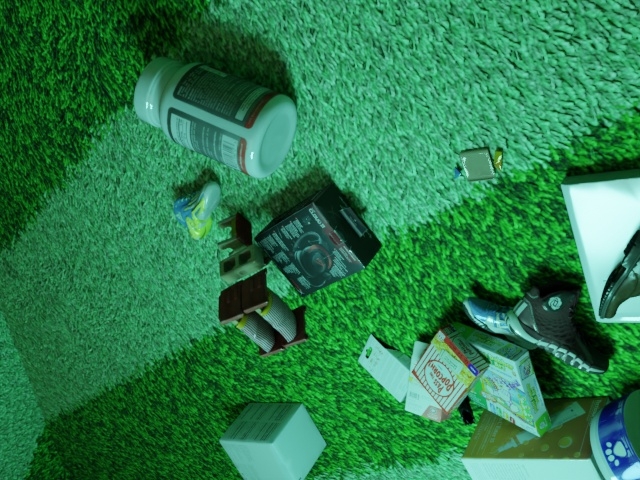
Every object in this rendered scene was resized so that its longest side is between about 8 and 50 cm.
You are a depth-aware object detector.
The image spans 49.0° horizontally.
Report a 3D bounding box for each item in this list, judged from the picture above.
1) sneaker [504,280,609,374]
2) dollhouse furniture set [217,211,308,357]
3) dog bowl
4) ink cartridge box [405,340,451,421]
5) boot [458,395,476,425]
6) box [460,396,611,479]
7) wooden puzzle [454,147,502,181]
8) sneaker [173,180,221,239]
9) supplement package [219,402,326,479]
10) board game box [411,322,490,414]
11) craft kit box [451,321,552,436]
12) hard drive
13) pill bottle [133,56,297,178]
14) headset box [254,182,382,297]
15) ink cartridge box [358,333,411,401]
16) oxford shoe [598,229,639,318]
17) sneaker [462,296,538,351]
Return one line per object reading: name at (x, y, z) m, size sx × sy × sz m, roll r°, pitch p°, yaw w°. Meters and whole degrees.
sneaker at (0.575, 0.188, 1.603) m, size 0.281 × 0.106 × 0.162 m, roll 26°, pitch 105°, yaw -13°
dollhouse furniture set at (-0.160, 0.103, 1.915) m, size 0.152 × 0.374 × 0.201 m, roll -26°, pitch 134°, yaw 19°
dog bowl at (0.747, 0.475, 1.583) m, size 0.265 × 0.265 × 0.104 m, roll 39°, pitch 133°, yaw 2°
ink cartridge box at (0.304, 0.376, 1.907) m, size 0.115 × 0.067 × 0.198 m, roll 12°, pitch 98°, yaw 39°
boot at (0.384, 0.437, 1.919) m, size 0.045 × 0.099 × 0.121 m, roll -25°, pitch 113°, yaw 14°
box at (0.572, 0.538, 1.787) m, size 0.345 × 0.215 × 0.168 m, roll -15°, pitch 113°, yaw 40°
wooden puzzle at (0.347, -0.166, 1.543) m, size 0.116 × 0.014 × 0.078 m, roll 3°, pitch 120°, yaw 33°
sneaker at (-0.369, -0.103, 2.030) m, size 0.126 × 0.091 × 0.240 m, roll 35°, pitch 137°, yaw 8°
supplement package at (-0.164, 0.701, 2.435) m, size 0.263 × 0.198 × 0.199 m, roll -11°, pitch 116°, yaw 40°
board game box at (0.325, 0.327, 1.781) m, size 0.147 × 0.045 × 0.193 m, roll 49°, pitch 137°, yaw 28°
craft kit box at (0.444, 0.344, 1.771) m, size 0.250 × 0.061 × 0.246 m, roll 18°, pitch 135°, yaw 57°
hard drive at (0.654, 0.018, 1.448) m, size 0.233 × 0.047 × 0.353 m, roll -4°, pitch 121°, yaw 37°
pill bottle at (-0.257, -0.309, 1.708) m, size 0.363 × 0.210 × 0.210 m, roll 25°, pitch 134°, yaw 17°
headset box at (0.000, 0.000, 1.840) m, size 0.218 × 0.110 × 0.293 m, roll 51°, pitch 136°, yaw -10°
ink cartridge box at (0.202, 0.366, 2.051) m, size 0.179 × 0.045 × 0.145 m, roll 44°, pitch 140°, yaw 24°
oxford shoe at (0.636, 0.090, 1.426) m, size 0.096 × 0.083 × 0.227 m, roll 24°, pitch 135°, yaw 11°
sneaker at (0.448, 0.184, 1.707) m, size 0.211 × 0.080 × 0.081 m, roll 26°, pitch 128°, yaw 3°
